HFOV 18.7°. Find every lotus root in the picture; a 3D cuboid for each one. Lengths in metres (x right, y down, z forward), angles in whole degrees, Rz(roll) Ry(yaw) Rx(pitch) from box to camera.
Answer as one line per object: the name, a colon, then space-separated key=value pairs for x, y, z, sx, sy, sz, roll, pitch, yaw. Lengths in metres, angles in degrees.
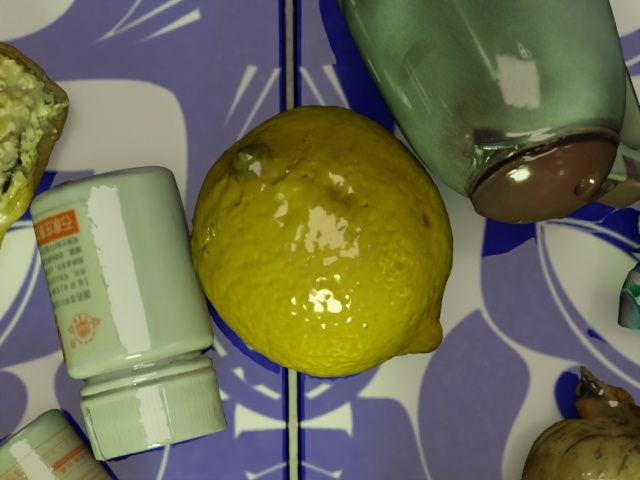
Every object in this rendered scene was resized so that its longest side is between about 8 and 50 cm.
lotus root: x=0.257 y=0.253 z=1.789 sx=0.154 sy=0.140 sz=0.256 roll=6 pitch=96 yaw=-42

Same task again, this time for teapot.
teapot: x=0.184 y=-0.157 z=1.759 sx=0.233 sy=0.315 sz=0.312 roll=-35 pitch=63 yaw=35

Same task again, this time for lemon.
lemon: x=0.005 y=0.008 z=1.749 sx=0.228 sy=0.228 sz=0.253 roll=-33 pitch=99 yaw=-5

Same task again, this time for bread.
bread: x=-0.348 y=-0.076 z=1.793 sx=0.174 sy=0.121 sz=0.245 roll=27 pitch=89 yaw=8

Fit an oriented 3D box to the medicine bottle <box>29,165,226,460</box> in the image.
medicine bottle: x=-0.173 y=0.067 z=1.778 sx=0.145 sy=0.144 sz=0.252 roll=-16 pitch=84 yaw=-4

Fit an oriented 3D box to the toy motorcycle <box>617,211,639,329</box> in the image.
toy motorcycle: x=0.360 y=0.069 z=1.814 sx=0.135 sy=0.092 sz=0.254 roll=-47 pitch=112 yaw=-7

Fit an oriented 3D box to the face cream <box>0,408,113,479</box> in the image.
face cream: x=-0.206 y=0.280 z=1.780 sx=0.101 sy=0.101 sz=0.251 roll=-38 pitch=88 yaw=-5
